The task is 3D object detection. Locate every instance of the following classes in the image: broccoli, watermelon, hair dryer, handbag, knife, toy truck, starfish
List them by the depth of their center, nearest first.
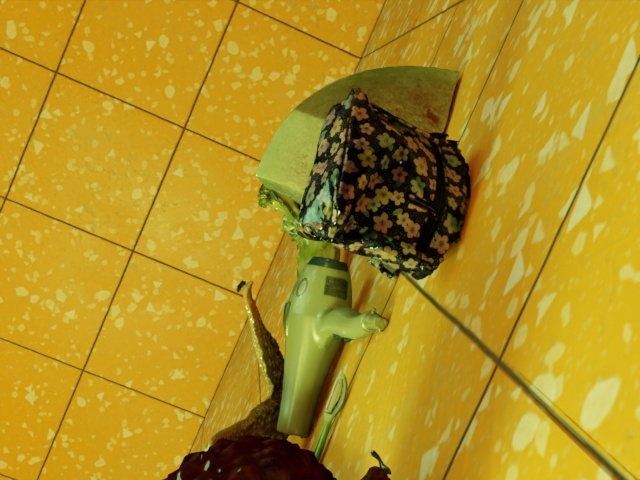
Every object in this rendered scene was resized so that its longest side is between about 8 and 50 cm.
[{"bbox_3d":[0.088,-0.067,1.084,0.127,0.207,0.229,-34,37,50],"label":"handbag"},{"bbox_3d":[0.010,0.279,1.275,0.022,0.026,0.184,145,145,-88],"label":"knife"},{"bbox_3d":[0.102,0.031,1.310,0.044,0.039,0.083,-50,9,0],"label":"toy truck"},{"bbox_3d":[0.001,0.196,1.378,0.298,0.119,0.296,-130,57,-67],"label":"hair dryer"},{"bbox_3d":[0.083,-0.126,1.408,0.387,0.258,0.228,-25,-26,-19],"label":"watermelon"},{"bbox_3d":[-0.111,0.271,1.496,0.398,0.132,0.384,-63,-26,-22],"label":"starfish"},{"bbox_3d":[-0.020,0.003,1.765,0.252,0.221,0.361,-4,56,41],"label":"broccoli"}]

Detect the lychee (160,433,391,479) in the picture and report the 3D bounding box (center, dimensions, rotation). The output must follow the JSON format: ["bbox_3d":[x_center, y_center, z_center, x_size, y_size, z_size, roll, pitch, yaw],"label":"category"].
[{"bbox_3d":[-0.051,0.302,0.756,0.300,0.264,0.264,-43,7,-3],"label":"lychee"}]
